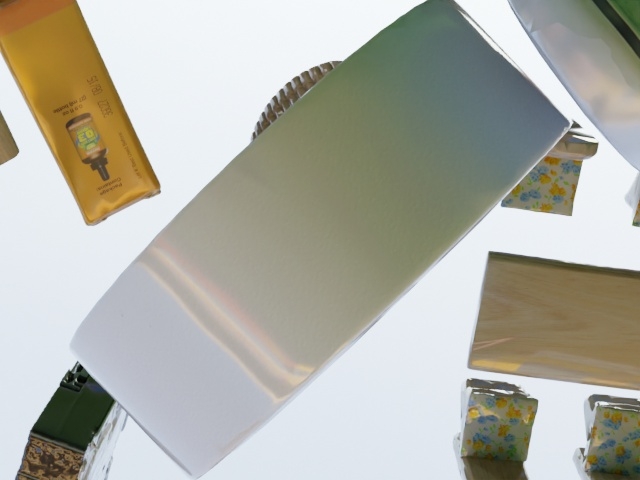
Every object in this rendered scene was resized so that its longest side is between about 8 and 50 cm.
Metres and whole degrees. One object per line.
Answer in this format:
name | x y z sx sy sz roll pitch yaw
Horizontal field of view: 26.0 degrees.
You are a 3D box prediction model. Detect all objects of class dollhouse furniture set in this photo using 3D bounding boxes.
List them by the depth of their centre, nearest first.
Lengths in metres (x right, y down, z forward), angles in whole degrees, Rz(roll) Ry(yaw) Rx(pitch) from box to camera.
dollhouse furniture set | 0.345 0.101 1.294 0.394 0.362 0.256 7 -165 -3

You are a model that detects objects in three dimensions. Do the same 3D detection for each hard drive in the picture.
hard drive | -0.265 0.277 1.373 0.064 0.338 0.237 19 -158 -1

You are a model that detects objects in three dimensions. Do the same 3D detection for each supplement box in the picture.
supplement box | -0.217 -0.128 1.193 0.078 0.233 0.080 -27 -143 -9

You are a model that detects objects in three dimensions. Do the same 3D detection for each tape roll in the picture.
tape roll | 0.000 0.000 0.752 0.100 0.286 0.286 46 -138 1

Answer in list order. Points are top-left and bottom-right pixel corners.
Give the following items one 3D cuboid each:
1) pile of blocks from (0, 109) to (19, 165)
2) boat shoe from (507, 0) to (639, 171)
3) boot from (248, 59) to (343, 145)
pile of blocks | -0.171 -0.113 0.293 0.113 0.362 0.149 -31 -110 -15
boat shoe | 0.205 -0.136 0.711 0.135 0.156 0.367 55 -157 4
boot | 0.035 -0.046 1.194 0.207 0.248 0.090 12 -133 -28
